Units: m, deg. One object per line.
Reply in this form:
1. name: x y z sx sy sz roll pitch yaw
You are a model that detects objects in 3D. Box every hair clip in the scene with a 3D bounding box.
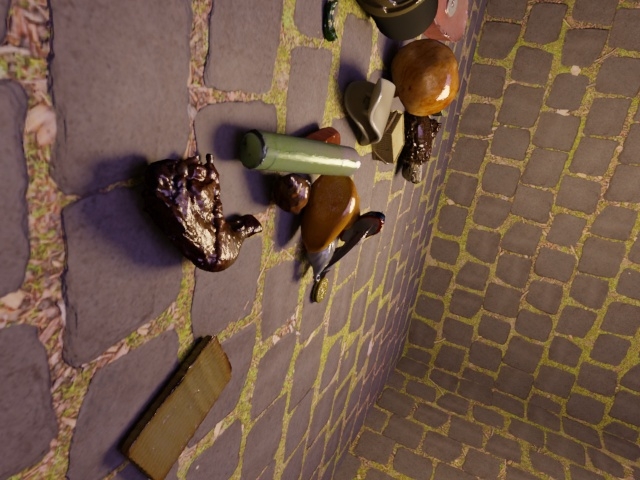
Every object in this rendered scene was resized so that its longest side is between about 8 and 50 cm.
1. hair clip: 0.153 -0.380 1.236 0.282 0.113 0.173 12 94 -69

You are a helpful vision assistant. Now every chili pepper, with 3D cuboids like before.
1. chili pepper: 0.023 -0.488 0.962 0.030 0.034 0.091 -101 -172 -54

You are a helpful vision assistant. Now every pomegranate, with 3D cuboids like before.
1. pomegranate: 0.338 -0.536 1.428 0.248 0.248 0.248 -49 148 -46

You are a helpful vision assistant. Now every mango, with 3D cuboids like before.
1. mango: 0.018 -0.069 1.089 0.102 0.141 0.217 30 80 -62

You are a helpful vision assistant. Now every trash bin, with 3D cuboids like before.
1. trash bin: 0.179 -0.611 1.003 0.334 0.214 0.214 -5 110 -71

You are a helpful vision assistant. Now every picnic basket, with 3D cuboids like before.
1. picnic basket: 0.233 -0.357 1.491 0.115 0.079 0.164 -60 154 -27

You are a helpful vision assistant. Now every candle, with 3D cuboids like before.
1. candle: 0.426 -0.855 1.552 0.287 0.131 0.317 -54 143 -26

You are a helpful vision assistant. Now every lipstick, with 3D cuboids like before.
1. lipstick: -0.033 -0.173 0.884 0.304 0.076 0.076 -7 112 -51

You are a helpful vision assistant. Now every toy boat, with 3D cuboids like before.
1. toy boat: 0.093 0.000 1.286 0.219 0.072 0.318 -34 -172 34

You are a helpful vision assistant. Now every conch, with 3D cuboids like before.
1. conch: -0.064 -0.106 0.968 0.086 0.080 0.233 -61 -177 3

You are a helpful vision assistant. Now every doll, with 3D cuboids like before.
1. doll: 0.000 0.000 1.192 0.102 0.075 0.228 11 84 -47

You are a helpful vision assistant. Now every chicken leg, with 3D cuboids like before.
1. chicken leg: -0.185 -0.037 0.717 0.322 0.082 0.177 62 33 -57

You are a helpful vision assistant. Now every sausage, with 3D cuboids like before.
1. sausage: 0.000 -0.233 1.034 0.169 0.065 0.065 -44 144 -51

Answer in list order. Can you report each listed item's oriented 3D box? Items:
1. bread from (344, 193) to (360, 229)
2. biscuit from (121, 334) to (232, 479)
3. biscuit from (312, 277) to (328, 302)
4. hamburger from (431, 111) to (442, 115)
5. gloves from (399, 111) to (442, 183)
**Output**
1. bread: 0.074 -0.094 1.287 0.125 0.082 0.106 83 25 -51
2. biscuit: -0.264 0.319 0.835 0.254 0.029 0.172 -55 151 -38
3. biscuit: -0.001 0.157 1.366 0.084 0.023 0.084 16 90 -70
4. hamburger: 0.464 -0.632 1.802 0.235 0.125 0.214 -57 147 -45
5. gloves: 0.412 -0.412 1.812 0.210 0.135 0.312 -48 144 -36
